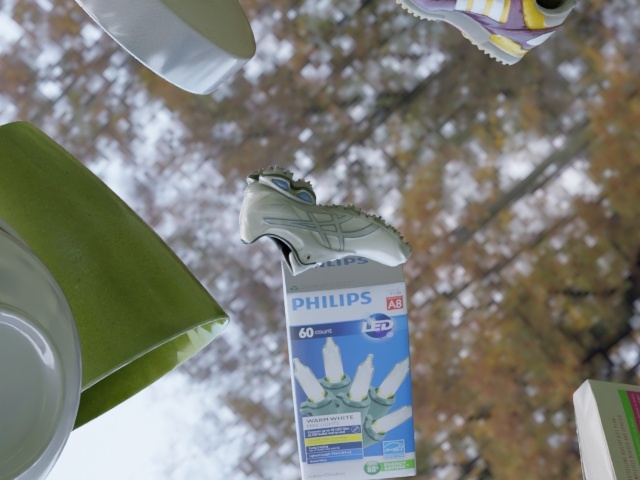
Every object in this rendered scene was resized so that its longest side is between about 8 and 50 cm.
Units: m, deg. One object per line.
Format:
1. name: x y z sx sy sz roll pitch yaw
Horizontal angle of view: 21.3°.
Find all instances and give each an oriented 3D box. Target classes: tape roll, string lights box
1. tape roll: -0.224 -0.335 1.930 0.392 0.072 0.392 48 -166 -16
2. string lights box: 0.033 0.144 1.910 0.076 0.133 0.259 -98 3 -60

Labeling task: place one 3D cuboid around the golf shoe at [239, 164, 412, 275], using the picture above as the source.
1. golf shoe: 0.000 0.000 1.604 0.176 0.086 0.069 24 166 -18

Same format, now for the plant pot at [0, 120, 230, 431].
1. plant pot: -0.288 0.033 1.791 0.293 0.275 0.275 57 -155 8

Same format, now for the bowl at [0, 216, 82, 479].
1. bowl: -0.289 0.111 1.304 0.298 0.297 0.134 23 170 -42

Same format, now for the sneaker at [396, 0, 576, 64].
1. sneaker: 0.122 -0.212 1.365 0.185 0.084 0.069 22 -138 -39

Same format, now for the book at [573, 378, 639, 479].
1. book: 0.213 0.127 0.931 0.144 0.035 0.096 9 -127 -19
